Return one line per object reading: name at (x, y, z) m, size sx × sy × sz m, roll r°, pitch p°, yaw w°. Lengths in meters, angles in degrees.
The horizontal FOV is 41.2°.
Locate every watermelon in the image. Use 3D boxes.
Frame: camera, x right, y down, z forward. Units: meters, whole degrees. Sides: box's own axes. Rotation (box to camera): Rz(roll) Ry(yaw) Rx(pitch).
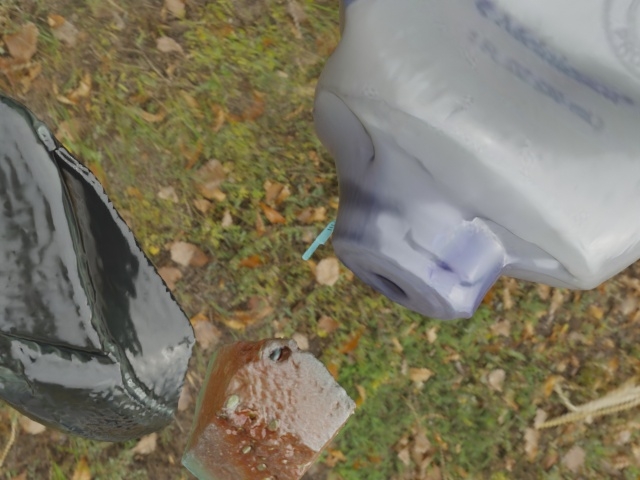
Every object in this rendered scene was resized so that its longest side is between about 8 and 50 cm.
watermelon at (-0.060, 0.206, 0.988) m, size 0.193 × 0.256 × 0.140 m, roll 49°, pitch 53°, yaw -2°

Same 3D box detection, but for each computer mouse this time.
computer mouse at (-0.124, 0.023, 0.358) m, size 0.062 × 0.105 × 0.192 m, roll -58°, pitch 135°, yaw -44°

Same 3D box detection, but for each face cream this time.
face cream at (0.147, -0.149, 0.388) m, size 0.234 × 0.137 × 0.420 m, roll 35°, pitch 85°, yaw 2°

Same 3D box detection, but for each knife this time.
knife at (0.000, 0.000, 1.214) m, size 0.014 × 0.005 × 0.091 m, roll 41°, pitch 127°, yaw 2°
